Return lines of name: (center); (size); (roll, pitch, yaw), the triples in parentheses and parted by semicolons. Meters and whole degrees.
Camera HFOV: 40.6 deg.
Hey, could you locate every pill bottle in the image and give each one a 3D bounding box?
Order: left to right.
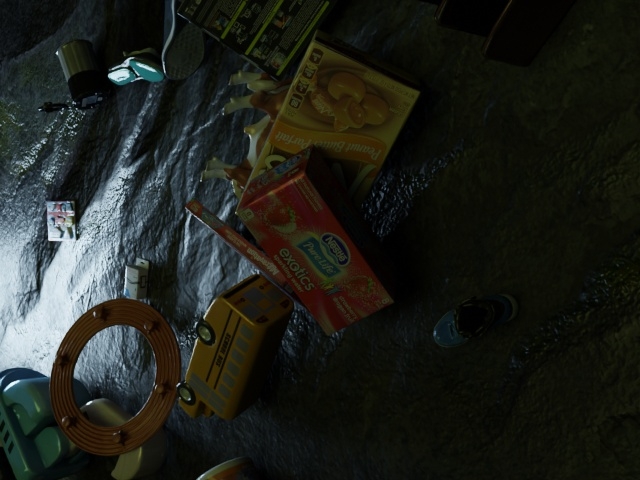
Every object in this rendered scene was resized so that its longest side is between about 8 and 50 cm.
pill bottle: (-0.141, 0.523, 1.603); (0.121, 0.121, 0.216); (-43, 65, 36)

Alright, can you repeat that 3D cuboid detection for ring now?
ring: (-0.446, 0.286, 1.841); (0.336, 0.032, 0.337); (-7, 72, 23)

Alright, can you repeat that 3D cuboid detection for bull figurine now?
bull figurine: (-0.098, -0.143, 1.505); (0.101, 0.188, 0.310); (-127, 53, -75)

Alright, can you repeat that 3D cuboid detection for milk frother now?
milk frother: (-0.566, -0.358, 1.932); (0.129, 0.143, 0.135); (-36, 71, 46)

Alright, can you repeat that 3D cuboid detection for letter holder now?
letter holder: (0.252, -0.400, 1.112); (0.152, 0.214, 0.302); (51, 124, 28)

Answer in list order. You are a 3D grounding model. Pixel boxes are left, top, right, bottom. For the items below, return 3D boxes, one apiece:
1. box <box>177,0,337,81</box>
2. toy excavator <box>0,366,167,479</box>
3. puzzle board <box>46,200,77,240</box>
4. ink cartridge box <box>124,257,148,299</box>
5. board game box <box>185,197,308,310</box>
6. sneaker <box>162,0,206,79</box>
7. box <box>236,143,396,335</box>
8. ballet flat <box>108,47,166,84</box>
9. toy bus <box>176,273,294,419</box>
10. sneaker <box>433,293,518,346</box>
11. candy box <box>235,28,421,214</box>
box: (-0.082, -0.431, 1.442); (0.216, 0.060, 0.270); (32, 125, -12)
toy excavator: (-0.584, 0.426, 1.973); (0.445, 0.222, 0.433); (-45, 64, 26)
puzzle board: (-0.632, -0.048, 2.103); (0.128, 0.011, 0.096); (1, 93, 44)
ink cartridge box: (-0.401, 0.082, 1.882); (0.048, 0.028, 0.083); (14, 101, 42)
board game box: (-0.119, 0.029, 1.542); (0.281, 0.145, 0.027); (36, 82, 36)
sneaker: (-0.275, -0.445, 1.701); (0.226, 0.086, 0.163); (111, 148, -44)
box: (0.000, 0.000, 1.335); (0.128, 0.123, 0.257); (-28, 110, 18)
ballet flat: (-0.376, -0.371, 1.807); (0.203, 0.074, 0.074); (4, 96, 48)
toy bus: (-0.160, 0.210, 1.572); (0.130, 0.108, 0.333); (37, 132, 18)
sneaker: (0.209, 0.121, 1.273); (0.152, 0.084, 0.058); (-27, 74, 41)
candy box: (0.009, -0.149, 1.380); (0.182, 0.087, 0.316); (24, 115, -6)
